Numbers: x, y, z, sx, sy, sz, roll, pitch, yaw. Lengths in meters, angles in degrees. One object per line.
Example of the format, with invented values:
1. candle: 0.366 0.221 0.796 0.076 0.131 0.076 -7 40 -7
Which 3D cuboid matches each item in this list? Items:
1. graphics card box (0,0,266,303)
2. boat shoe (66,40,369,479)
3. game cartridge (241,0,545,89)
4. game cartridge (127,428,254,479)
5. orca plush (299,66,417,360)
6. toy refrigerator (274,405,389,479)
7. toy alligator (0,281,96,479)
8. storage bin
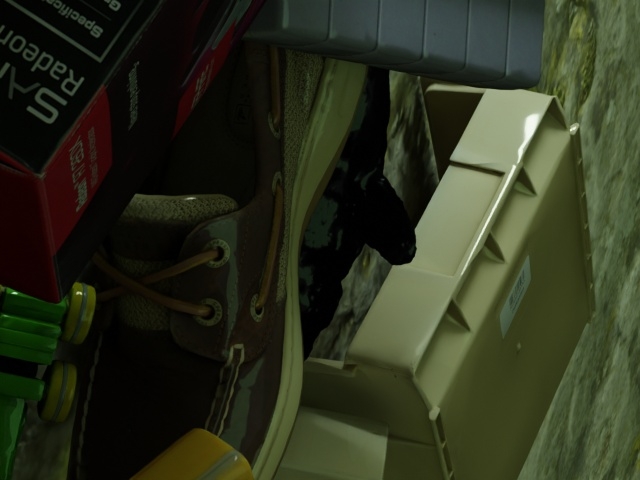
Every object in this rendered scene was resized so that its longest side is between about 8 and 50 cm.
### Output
1. graphics card box: -0.037 -0.163 0.698 0.371 0.094 0.233 -58 179 -14
2. boat shoe: -0.071 0.004 0.920 0.123 0.123 0.342 36 68 -55
3. game cartridge: 0.051 -0.264 0.945 0.230 0.068 0.355 4 89 -46
4. game cartridge: -0.124 0.284 0.848 0.323 0.052 0.285 -36 128 -23
5. orca plush: 0.000 0.000 1.082 0.287 0.102 0.151 -70 156 -13
6. toy refrigerator: -0.020 0.246 1.148 0.102 0.094 0.269 -74 175 -74
7. toy alligator: -0.147 0.071 0.860 0.051 0.056 0.190 -162 -95 -72
8. storage bin: 0.086 0.061 1.295 0.262 0.123 0.260 -60 152 -31
